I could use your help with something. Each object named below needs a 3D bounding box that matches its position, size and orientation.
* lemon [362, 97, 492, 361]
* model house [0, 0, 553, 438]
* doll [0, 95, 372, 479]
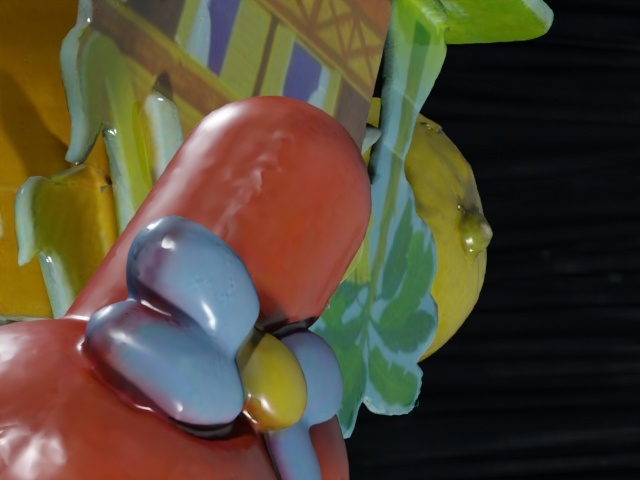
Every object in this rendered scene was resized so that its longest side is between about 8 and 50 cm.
[{"bbox_3d":[-0.002,0.000,1.477,0.284,0.260,0.261,15,102,49],"label":"lemon"},{"bbox_3d":[-0.077,-0.038,0.818,0.242,0.357,0.313,4,71,33],"label":"model house"},{"bbox_3d":[-0.068,0.088,0.474,0.129,0.290,0.161,24,150,16],"label":"doll"}]
